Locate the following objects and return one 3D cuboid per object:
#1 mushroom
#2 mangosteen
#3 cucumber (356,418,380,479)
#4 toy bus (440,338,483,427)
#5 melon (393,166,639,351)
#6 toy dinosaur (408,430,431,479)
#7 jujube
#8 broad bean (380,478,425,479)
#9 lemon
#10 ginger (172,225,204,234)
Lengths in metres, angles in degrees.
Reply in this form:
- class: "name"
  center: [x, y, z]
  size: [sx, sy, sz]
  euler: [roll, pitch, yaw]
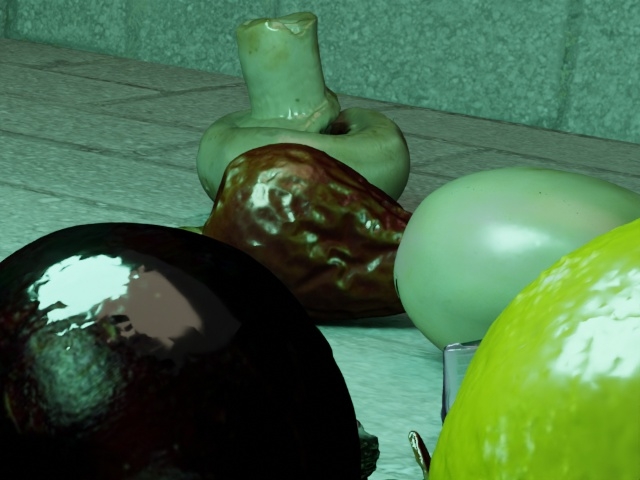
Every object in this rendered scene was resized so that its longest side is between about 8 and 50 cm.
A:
- class: "mushroom"
  center: [-0.020, -0.156, 2.528]
  size: [0.292, 0.290, 0.292]
  euler: [1, 14, 0]
- class: "mangosteen"
  center: [-0.132, 0.129, 1.173]
  size: [0.313, 0.297, 0.297]
  euler: [2, 12, -31]
- class: "cucumber"
  center: [-0.052, 0.189, 1.462]
  size: [0.067, 0.067, 0.245]
  euler: [15, 16, 36]
- class: "toy bus"
  center: [0.163, 0.151, 1.672]
  size: [0.112, 0.090, 0.274]
  euler: [0, 11, 3]
- class: "melon"
  center: [0.230, 0.042, 1.895]
  size: [0.317, 0.223, 0.223]
  euler: [14, 14, 18]
- class: "toy dinosaur"
  center: [0.228, 0.207, 1.390]
  size: [0.327, 0.113, 0.206]
  euler: [13, 14, 39]
- class: "jujube"
  center: [0.000, 0.000, 2.085]
  size: [0.255, 0.190, 0.190]
  euler: [16, 12, 0]
- class: "broad bean"
  center: [0.063, 0.207, 1.462]
  size: [0.213, 0.048, 0.070]
  euler: [4, 11, -23]
- class: "lemon"
  center: [0.220, 0.151, 1.130]
  size: [0.364, 0.364, 0.364]
  euler: [5, 12, -1]
- class: "ginger"
  center: [-0.103, 0.013, 2.203]
  size: [0.115, 0.081, 0.205]
  euler: [8, 10, 26]
